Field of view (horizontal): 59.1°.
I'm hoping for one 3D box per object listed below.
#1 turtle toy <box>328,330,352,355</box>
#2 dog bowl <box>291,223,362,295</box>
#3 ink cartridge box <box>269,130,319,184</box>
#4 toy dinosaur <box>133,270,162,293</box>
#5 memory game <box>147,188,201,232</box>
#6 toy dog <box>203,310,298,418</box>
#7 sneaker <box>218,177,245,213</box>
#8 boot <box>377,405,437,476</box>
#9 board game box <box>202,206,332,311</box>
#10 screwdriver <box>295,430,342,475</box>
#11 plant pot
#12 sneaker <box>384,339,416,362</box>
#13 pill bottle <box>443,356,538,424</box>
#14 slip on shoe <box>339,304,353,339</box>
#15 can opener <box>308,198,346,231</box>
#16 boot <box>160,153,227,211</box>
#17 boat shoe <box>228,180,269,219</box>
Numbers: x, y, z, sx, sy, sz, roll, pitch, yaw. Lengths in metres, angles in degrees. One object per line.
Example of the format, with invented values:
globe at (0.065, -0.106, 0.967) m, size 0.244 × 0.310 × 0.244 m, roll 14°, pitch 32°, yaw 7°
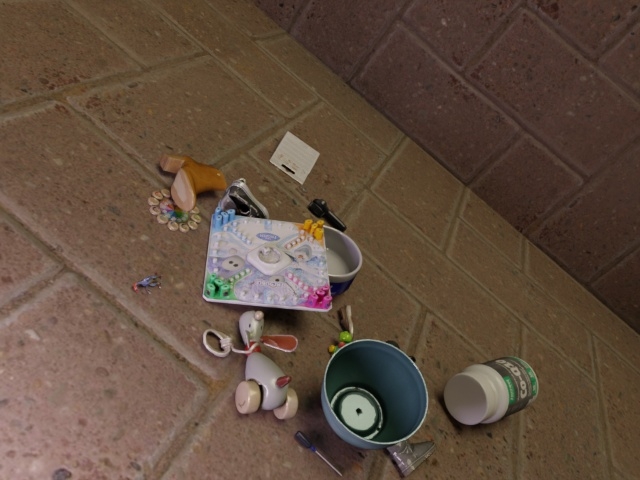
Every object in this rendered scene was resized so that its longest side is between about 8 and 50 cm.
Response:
turtle toy at (0.080, 0.353, 1.811) m, size 0.095 × 0.066 × 0.130 m, roll 21°, pitch 37°, yaw -29°
dog bowl at (0.007, 0.066, 1.986) m, size 0.264 × 0.104 × 0.265 m, roll 15°, pitch 38°, yaw -12°
ink cartridge box at (-0.121, -0.355, 2.487) m, size 0.180 × 0.056 × 0.225 m, roll 34°, pitch 51°, yaw -11°
toy dinosaur at (-0.478, 0.118, 1.554) m, size 0.082 × 0.047 × 0.090 m, roll 1°, pitch 16°, yaw -34°
memory game at (-0.470, -0.099, 1.827) m, size 0.186 × 0.012 × 0.186 m, roll 27°, pitch 35°, yaw -21°
toy dog at (-0.150, 0.317, 1.524) m, size 0.220 × 0.161 × 0.334 m, roll -4°, pitch 53°, yaw -49°
sneaker at (-0.307, -0.161, 2.009) m, size 0.071 × 0.083 × 0.191 m, roll 31°, pitch 35°, yaw -20°
boot at (0.240, 0.585, 1.711) m, size 0.208 × 0.076 × 0.189 m, roll 48°, pitch 30°, yaw 23°
board game box at (-0.163, 0.049, 1.807) m, size 0.389 × 0.050 × 0.390 m, roll 7°, pitch 41°, yaw -12°
screwdriver at (-0.001, 0.569, 1.507) m, size 0.170 × 0.025 × 0.024 m, roll 40°, pitch 32°, yaw 0°
plant pot at (0.128, 0.452, 1.580) m, size 0.292 × 0.196 × 0.293 m, roll 8°, pitch 52°, yaw -11°
sneaker at (0.259, 0.402, 1.849) m, size 0.106 × 0.162 × 0.281 m, roll 36°, pitch 33°, yaw -8°
pill bottle at (0.610, 0.536, 2.020) m, size 0.360 × 0.204 × 0.204 m, roll 1°, pitch 50°, yaw -46°
slip on shoe at (0.090, 0.282, 1.935) m, size 0.041 × 0.051 × 0.136 m, roll -6°, pitch 52°, yaw 2°
can opener at (0.035, -0.103, 2.336) m, size 0.186 × 0.073 × 0.059 m, roll 41°, pitch -7°, yaw -6°
boot at (-0.402, -0.192, 1.907) m, size 0.211 × 0.104 × 0.295 m, roll 9°, pitch 34°, yaw -42°
boat shoe at (-0.255, -0.113, 1.970) m, size 0.219 × 0.077 × 0.070 m, roll 53°, pitch 45°, yaw -44°
